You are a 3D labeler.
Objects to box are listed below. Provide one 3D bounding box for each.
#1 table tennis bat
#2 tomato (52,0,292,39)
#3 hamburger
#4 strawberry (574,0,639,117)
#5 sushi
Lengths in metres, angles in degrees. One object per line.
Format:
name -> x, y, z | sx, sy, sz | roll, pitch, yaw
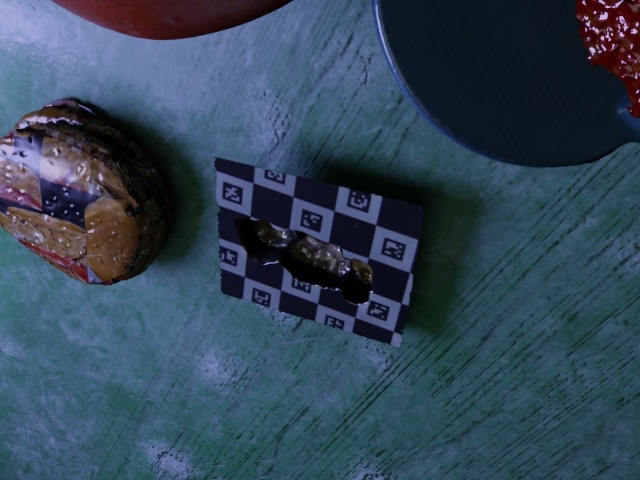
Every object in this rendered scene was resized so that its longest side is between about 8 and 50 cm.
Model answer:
table tennis bat -> 0.184, -0.139, 0.596 | 0.329, 0.044, 0.215 | 36, 92, -12
tomato -> -0.106, -0.289, 0.544 | 0.322, 0.321, 0.321 | 15, 128, 21
hamburger -> -0.280, -0.046, 0.961 | 0.231, 0.107, 0.231 | 10, 124, 15
strawberry -> 0.258, -0.159, 0.522 | 0.175, 0.107, 0.236 | -36, 98, 8
sushi -> 0.000, 0.000, 0.863 | 0.215, 0.050, 0.192 | 15, 132, 14
